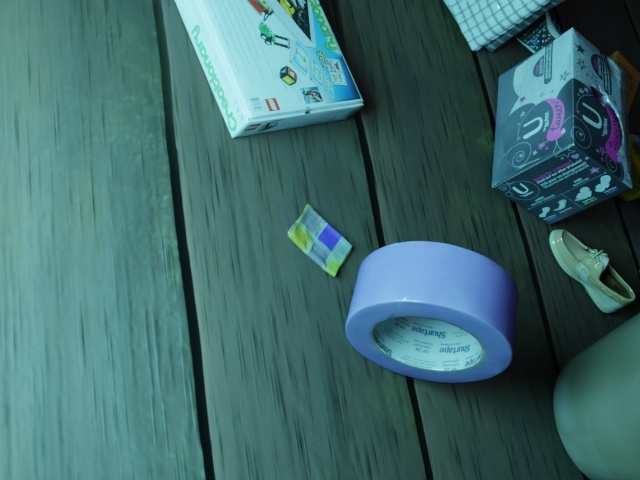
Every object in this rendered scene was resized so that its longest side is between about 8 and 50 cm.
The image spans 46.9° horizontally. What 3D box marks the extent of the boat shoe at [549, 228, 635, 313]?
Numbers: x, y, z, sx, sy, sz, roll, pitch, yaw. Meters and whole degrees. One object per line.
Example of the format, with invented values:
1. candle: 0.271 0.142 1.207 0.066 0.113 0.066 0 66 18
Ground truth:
1. boat shoe: 0.435 0.041 1.174 0.170 0.059 0.063 45 51 -10

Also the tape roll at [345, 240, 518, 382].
1. tape roll: 0.128 0.087 0.848 0.189 0.189 0.080 30 55 -22

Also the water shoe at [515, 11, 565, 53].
1. water shoe: 0.400 -0.383 1.354 0.203 0.073 0.080 51 28 -10

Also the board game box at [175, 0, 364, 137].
1. board game box: -0.082 -0.290 0.961 0.193 0.053 0.305 -16 79 -39

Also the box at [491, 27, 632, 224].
1. box: 0.380 -0.181 1.169 0.142 0.163 0.247 27 55 -25

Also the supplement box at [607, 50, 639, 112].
1. supplement box: 0.518 -0.248 1.358 0.078 0.080 0.233 41 53 -10

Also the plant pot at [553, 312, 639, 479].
1. plant pot: 0.483 0.219 0.981 0.323 0.280 0.323 16 60 -29

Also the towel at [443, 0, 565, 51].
1. towel: 0.297 -0.490 1.210 0.121 0.235 0.283 -17 80 -43

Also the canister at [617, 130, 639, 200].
1. canister: 0.603 -0.145 1.374 0.170 0.073 0.126 -15 80 -38

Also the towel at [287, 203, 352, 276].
1. towel: 0.000 0.000 0.914 0.083 0.009 0.060 45 50 -10
